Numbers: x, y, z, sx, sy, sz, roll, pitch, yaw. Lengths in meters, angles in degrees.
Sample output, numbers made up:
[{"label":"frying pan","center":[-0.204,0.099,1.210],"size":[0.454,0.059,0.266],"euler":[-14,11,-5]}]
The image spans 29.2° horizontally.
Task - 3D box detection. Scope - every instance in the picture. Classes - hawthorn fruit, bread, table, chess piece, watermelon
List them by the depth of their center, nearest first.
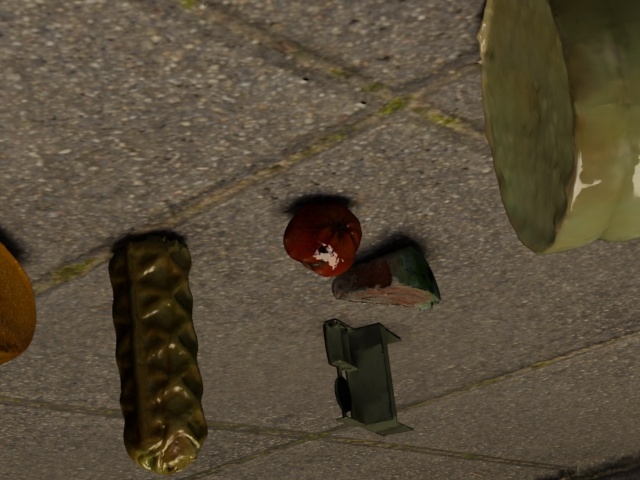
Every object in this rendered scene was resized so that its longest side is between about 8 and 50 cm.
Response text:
[{"label":"chess piece","center":[0.369,-0.135,0.999],"size":[0.442,0.234,0.234],"euler":[-9,159,-8]},{"label":"hawthorn fruit","center":[0.000,0.000,1.375],"size":[0.093,0.093,0.093],"euler":[-7,158,-3]},{"label":"bread","center":[-0.182,0.129,1.380],"size":[0.098,0.269,0.087],"euler":[-9,161,2]},{"label":"watermelon","center":[0.080,0.046,1.546],"size":[0.139,0.071,0.187],"euler":[-3,167,7]},{"label":"table","center":[0.074,0.202,1.815],"size":[0.062,0.146,0.175],"euler":[-15,158,20]}]

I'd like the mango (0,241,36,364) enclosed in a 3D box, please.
[{"label":"mango","center":[-0.421,0.058,1.267],"size":[0.199,0.201,0.350],"euler":[23,180,24]}]
